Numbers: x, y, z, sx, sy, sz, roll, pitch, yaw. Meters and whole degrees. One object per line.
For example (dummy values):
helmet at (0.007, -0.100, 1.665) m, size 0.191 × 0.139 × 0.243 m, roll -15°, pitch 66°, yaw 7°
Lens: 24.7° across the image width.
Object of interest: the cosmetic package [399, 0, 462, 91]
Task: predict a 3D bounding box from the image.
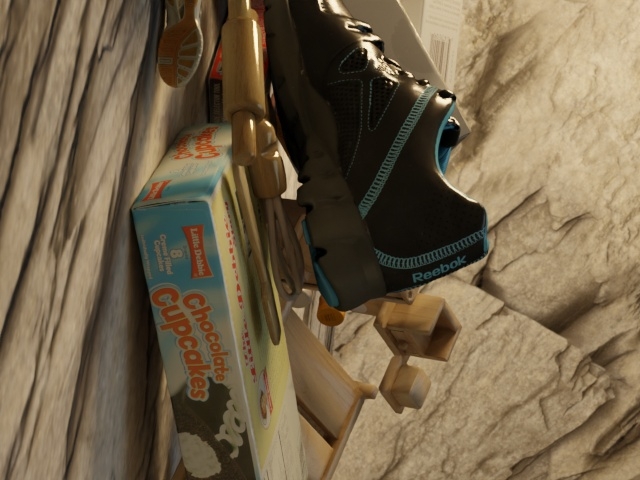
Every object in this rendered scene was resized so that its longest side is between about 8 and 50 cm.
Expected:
cosmetic package at (0.049, -0.240, 1.638) m, size 0.151 × 0.184 × 0.151 m, roll -10°, pitch 107°, yaw -69°

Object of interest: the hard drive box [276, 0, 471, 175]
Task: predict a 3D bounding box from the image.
hard drive box at (0.034, -0.130, 1.446) m, size 0.181 × 0.089 × 0.232 m, roll 61°, pitch -21°, yaw 8°

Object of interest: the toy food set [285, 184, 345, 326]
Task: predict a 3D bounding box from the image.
toy food set at (0.000, 0.000, 1.979) m, size 0.104 × 0.111 × 0.232 m, roll -80°, pitch 171°, yaw -45°

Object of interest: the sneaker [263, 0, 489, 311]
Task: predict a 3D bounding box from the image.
sneaker at (0.037, -0.099, 1.178) m, size 0.125 × 0.140 × 0.340 m, roll 77°, pitch 0°, yaw -59°

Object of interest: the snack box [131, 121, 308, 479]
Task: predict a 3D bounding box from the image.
snack box at (-0.068, 0.089, 1.109) m, size 0.187 × 0.060 × 0.321 m, roll -75°, pitch 158°, yaw -68°

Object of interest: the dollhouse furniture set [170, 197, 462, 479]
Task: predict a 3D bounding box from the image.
dollhouse furniture set at (-0.045, 0.144, 1.425) m, size 0.303 × 0.174 × 0.355 m, roll 54°, pitch 54°, yaw -46°

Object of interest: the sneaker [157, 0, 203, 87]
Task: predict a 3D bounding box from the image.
sneaker at (-0.095, -0.147, 1.029) m, size 0.037 × 0.032 × 0.083 m, roll 24°, pitch 72°, yaw -85°

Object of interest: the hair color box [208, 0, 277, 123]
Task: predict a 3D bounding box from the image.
hair color box at (-0.063, -0.153, 1.325) m, size 0.167 × 0.053 × 0.093 m, roll -78°, pitch 174°, yaw -49°

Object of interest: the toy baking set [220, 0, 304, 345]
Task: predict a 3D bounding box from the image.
toy baking set at (-0.038, -0.061, 1.098) m, size 0.196 × 0.030 × 0.256 m, roll 71°, pitch 12°, yaw -50°
